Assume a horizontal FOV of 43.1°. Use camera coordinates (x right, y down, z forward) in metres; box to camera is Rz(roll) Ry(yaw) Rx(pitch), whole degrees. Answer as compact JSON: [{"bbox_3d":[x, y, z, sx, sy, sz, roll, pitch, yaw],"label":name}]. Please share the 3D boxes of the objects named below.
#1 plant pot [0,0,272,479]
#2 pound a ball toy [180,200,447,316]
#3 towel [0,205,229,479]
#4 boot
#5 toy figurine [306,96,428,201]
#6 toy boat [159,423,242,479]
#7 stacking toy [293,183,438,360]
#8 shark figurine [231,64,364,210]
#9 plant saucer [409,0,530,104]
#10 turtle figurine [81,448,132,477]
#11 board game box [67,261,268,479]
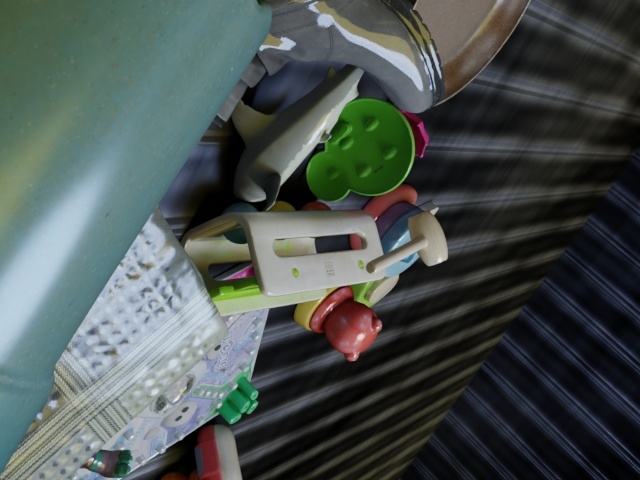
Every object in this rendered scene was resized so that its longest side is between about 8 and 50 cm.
[{"bbox_3d":[-0.223,-0.075,0.452,0.334,0.341,0.341,-54,157,-9],"label":"plant pot"},{"bbox_3d":[0.000,0.000,1.074,0.208,0.136,0.319,-21,171,36],"label":"pound a ball toy"},{"bbox_3d":[-0.265,0.096,0.826,0.324,0.056,0.312,-41,136,-21],"label":"towel"},{"bbox_3d":[-0.032,-0.188,0.783,0.223,0.118,0.338,-46,130,-1],"label":"boot"},{"bbox_3d":[0.083,-0.128,1.141,0.173,0.130,0.159,-36,174,30],"label":"toy figurine"},{"bbox_3d":[-0.217,0.436,1.454,0.151,0.151,0.231,-10,145,-9],"label":"toy boat"},{"bbox_3d":[0.128,0.061,1.450,0.279,0.130,0.309,-3,130,-58],"label":"stacking toy"},{"bbox_3d":[-0.036,-0.147,0.911,0.278,0.116,0.166,-48,-169,18],"label":"shark figurine"},{"bbox_3d":[0.192,-0.320,1.090,0.310,0.050,0.311,-37,153,-23],"label":"plant saucer"},{"bbox_3d":[-0.336,0.256,0.954,0.175,0.118,0.234,-54,132,-12],"label":"turtle figurine"},{"bbox_3d":[-0.219,0.227,1.209,0.390,0.050,0.390,-29,149,-37],"label":"board game box"}]
